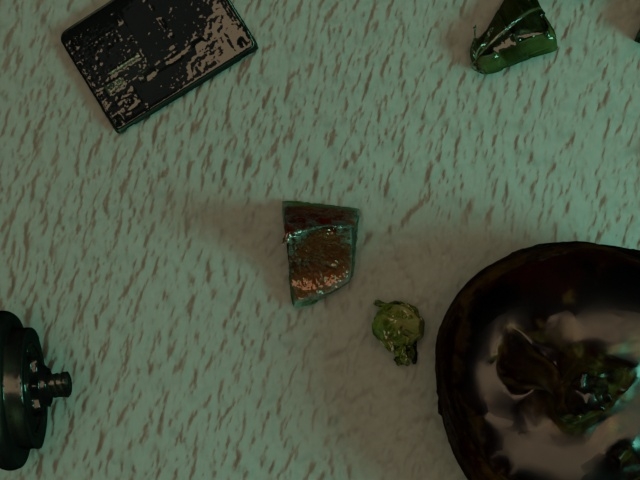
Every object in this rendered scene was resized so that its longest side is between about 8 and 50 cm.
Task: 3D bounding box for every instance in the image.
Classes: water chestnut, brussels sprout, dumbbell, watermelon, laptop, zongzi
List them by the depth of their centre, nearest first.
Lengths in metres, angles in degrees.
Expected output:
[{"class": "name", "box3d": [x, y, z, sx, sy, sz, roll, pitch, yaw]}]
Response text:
[{"class": "water chestnut", "box3d": [0.294, 0.160, 1.746, 0.350, 0.302, 0.350, -1, 81, 7]}, {"class": "dumbbell", "box3d": [-0.433, 0.179, 1.844, 0.290, 0.192, 0.192, -5, 84, 3]}, {"class": "watermelon", "box3d": [-0.001, -0.015, 1.874, 0.098, 0.158, 0.121, -8, 57, 3]}, {"class": "brussels sprout", "box3d": [0.096, 0.110, 1.881, 0.058, 0.085, 0.085, -8, 84, 10]}, {"class": "zongzi", "box3d": [0.217, -0.266, 1.922, 0.109, 0.055, 0.119, -22, 72, 3]}, {"class": "laptop", "box3d": [-0.201, -0.247, 1.955, 0.207, 0.026, 0.154, -31, 84, 0]}]

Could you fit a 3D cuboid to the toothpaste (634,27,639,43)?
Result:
[{"class": "toothpaste", "box3d": [0.535, -0.216, 1.889, 0.313, 0.071, 0.089, 24, 90, 5]}]
